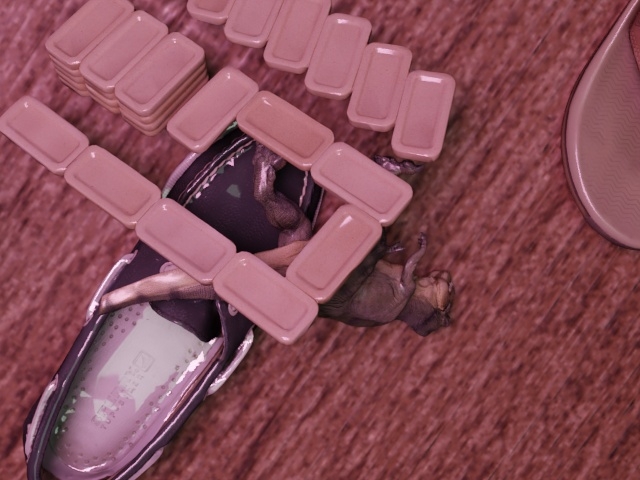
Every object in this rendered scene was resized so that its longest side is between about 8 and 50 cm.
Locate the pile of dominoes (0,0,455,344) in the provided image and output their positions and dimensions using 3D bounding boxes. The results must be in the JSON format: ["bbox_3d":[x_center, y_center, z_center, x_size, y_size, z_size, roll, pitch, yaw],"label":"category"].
[{"bbox_3d":[-0.051,-0.073,0.675,0.251,0.040,0.196,35,71,19],"label":"pile of dominoes"}]

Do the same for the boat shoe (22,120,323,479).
[{"bbox_3d":[-0.090,0.048,0.731,0.114,0.091,0.302,30,96,-11],"label":"boat shoe"}]

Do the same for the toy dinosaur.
[{"bbox_3d":[0.000,0.000,0.696,0.268,0.064,0.118,6,98,-33],"label":"toy dinosaur"}]

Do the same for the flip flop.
[{"bbox_3d":[0.253,-0.125,0.744,0.112,0.080,0.277,25,97,-10],"label":"flip flop"}]
